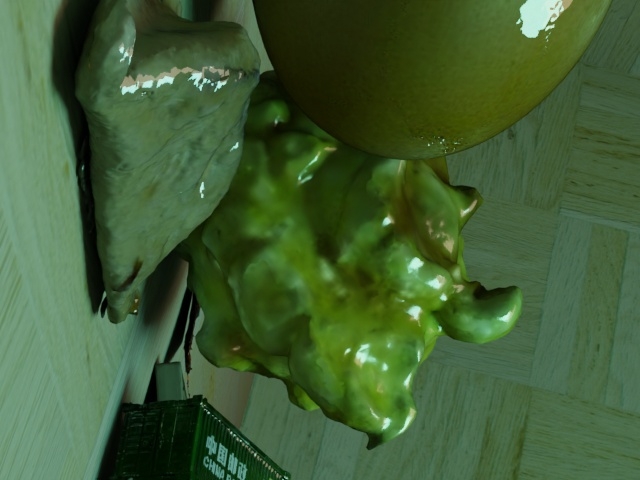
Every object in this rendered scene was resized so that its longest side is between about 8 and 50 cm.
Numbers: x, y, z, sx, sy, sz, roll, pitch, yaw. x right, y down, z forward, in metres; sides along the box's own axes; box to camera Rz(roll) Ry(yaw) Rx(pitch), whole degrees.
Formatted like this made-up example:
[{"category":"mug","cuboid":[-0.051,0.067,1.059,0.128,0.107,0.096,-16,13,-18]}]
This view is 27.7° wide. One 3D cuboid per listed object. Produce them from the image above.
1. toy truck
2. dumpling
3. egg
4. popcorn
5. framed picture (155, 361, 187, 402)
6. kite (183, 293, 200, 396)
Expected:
[{"category":"toy truck","cuboid":[-0.092,0.248,1.172,0.259,0.088,0.121,54,35,-52]},{"category":"dumpling","cuboid":[-0.086,-0.070,0.782,0.332,0.086,0.166,110,-2,-64]},{"category":"egg","cuboid":[0.086,-0.229,0.968,0.282,0.283,0.351,-72,179,-68]},{"category":"popcorn","cuboid":[0.003,0.009,1.165,0.279,0.274,0.335,162,-85,-72]},{"category":"framed picture","cuboid":[-0.148,0.343,1.414,0.446,0.028,0.326,99,-13,-69]},{"category":"kite","cuboid":[-0.138,0.087,1.398,0.125,0.008,0.222,114,-17,-60]}]
